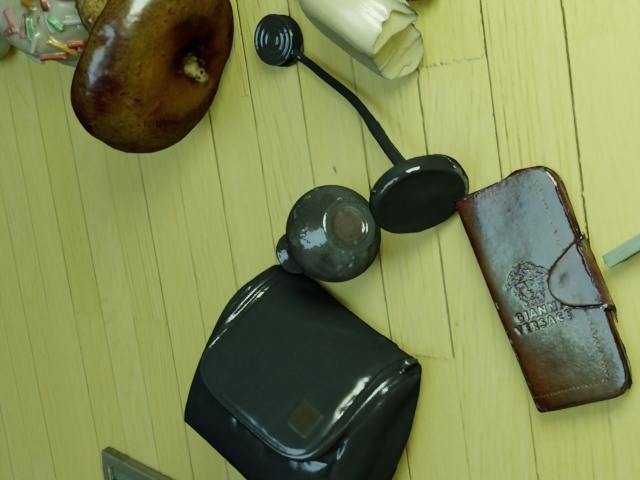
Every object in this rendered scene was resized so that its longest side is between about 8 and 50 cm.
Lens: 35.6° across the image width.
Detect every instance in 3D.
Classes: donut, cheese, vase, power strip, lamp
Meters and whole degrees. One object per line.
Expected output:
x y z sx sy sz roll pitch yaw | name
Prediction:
-0.419 -0.447 1.532 0.383 0.142 0.382 17 115 43 | donut
0.017 -0.266 1.111 0.249 0.163 0.071 41 96 33 | cheese
0.000 0.000 1.248 0.183 0.120 0.120 -28 80 65 | vase
0.307 0.004 0.969 0.083 0.027 0.017 -42 71 47 | power strip
0.018 -0.159 1.171 0.371 0.108 0.130 53 130 23 | lamp

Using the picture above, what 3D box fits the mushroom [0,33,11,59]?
-0.647 -0.367 1.846 0.223 0.081 0.092 6 124 48 | mushroom

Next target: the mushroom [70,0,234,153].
-0.241 -0.241 1.314 0.255 0.267 0.267 2 103 28 | mushroom

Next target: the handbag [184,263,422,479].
-0.037 0.203 1.284 0.302 0.178 0.275 38 127 34 | handbag

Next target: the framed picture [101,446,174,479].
-0.240 0.567 1.719 0.446 0.028 0.326 10 108 45 | framed picture

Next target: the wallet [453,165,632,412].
0.238 0.051 1.053 0.137 0.031 0.255 -26 84 44 | wallet
